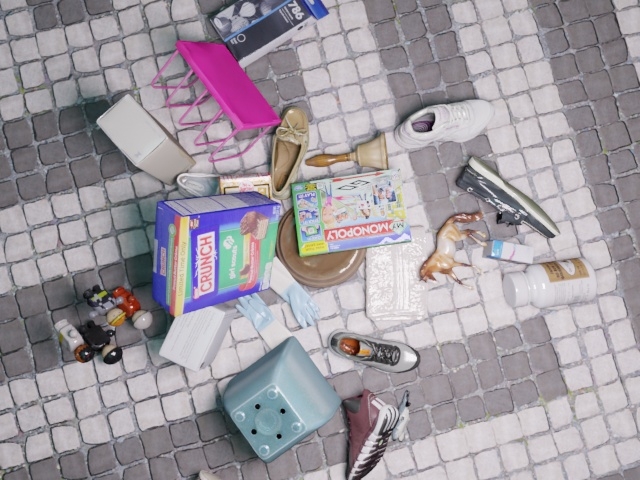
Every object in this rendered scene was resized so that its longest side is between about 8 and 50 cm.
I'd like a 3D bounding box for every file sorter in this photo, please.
[{"bbox_3d":[-0.302,-0.388,1.544,0.182,0.202,0.290,-39,86,30],"label":"file sorter"}]

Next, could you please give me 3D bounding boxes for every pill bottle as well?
[{"bbox_3d":[0.658,0.128,1.571,0.229,0.131,0.131,-8,86,-1],"label":"pill bottle"}]

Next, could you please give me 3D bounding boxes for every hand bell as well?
[{"bbox_3d":[0.076,-0.248,1.617,0.242,0.126,0.126,-5,86,11],"label":"hand bell"}]

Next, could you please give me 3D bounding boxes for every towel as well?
[{"bbox_3d":[0.222,0.098,1.609,0.187,0.049,0.282,-2,86,-2],"label":"towel"}]

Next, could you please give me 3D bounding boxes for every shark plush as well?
[{"bbox_3d":[0.219,0.513,1.580,0.067,0.073,0.161,21,92,32],"label":"shark plush"}]

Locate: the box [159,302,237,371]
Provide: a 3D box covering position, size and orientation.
[{"bbox_3d":[-0.337,0.254,1.522,0.119,0.181,0.181,25,86,4],"label":"box"}]

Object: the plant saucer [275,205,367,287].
[{"bbox_3d":[0.000,0.000,1.596,0.278,0.041,0.277,-1,80,8],"label":"plant saucer"}]

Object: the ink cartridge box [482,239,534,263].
[{"bbox_3d":[0.551,0.035,1.596,0.123,0.088,0.052,9,86,0],"label":"ink cartridge box"}]

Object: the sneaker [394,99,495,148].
[{"bbox_3d":[0.376,-0.345,1.589,0.305,0.152,0.114,-18,84,-3],"label":"sneaker"}]

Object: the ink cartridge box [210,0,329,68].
[{"bbox_3d":[-0.150,-0.682,1.650,0.333,0.065,0.165,-34,87,-4],"label":"ink cartridge box"}]

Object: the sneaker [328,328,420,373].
[{"bbox_3d":[0.156,0.326,1.564,0.272,0.108,0.100,13,84,-1],"label":"sneaker"}]

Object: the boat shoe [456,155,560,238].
[{"bbox_3d":[0.544,-0.101,1.598,0.340,0.127,0.113,37,116,-6],"label":"boat shoe"}]

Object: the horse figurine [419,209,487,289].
[{"bbox_3d":[0.396,0.025,1.598,0.175,0.066,0.263,18,77,-3],"label":"horse figurine"}]

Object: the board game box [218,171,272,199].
[{"bbox_3d":[-0.212,-0.094,1.563,0.147,0.045,0.193,-6,114,-14],"label":"board game box"}]

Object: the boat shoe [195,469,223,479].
[{"bbox_3d":[-0.239,0.781,1.525,0.324,0.116,0.096,42,84,-4],"label":"boat shoe"}]

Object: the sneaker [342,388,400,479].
[{"bbox_3d":[0.111,0.547,1.564,0.162,0.106,0.281,38,113,37],"label":"sneaker"}]

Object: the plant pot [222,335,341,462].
[{"bbox_3d":[-0.115,0.446,1.464,0.247,0.252,0.247,-37,88,5],"label":"plant pot"}]

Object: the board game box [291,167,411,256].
[{"bbox_3d":[0.086,-0.078,1.555,0.318,0.046,0.213,-8,78,4],"label":"board game box"}]

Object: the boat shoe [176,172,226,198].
[{"bbox_3d":[-0.287,-0.142,1.593,0.277,0.096,0.098,9,83,-1],"label":"boat shoe"}]

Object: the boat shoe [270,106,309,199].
[{"bbox_3d":[-0.092,-0.263,1.607,0.105,0.089,0.285,7,86,0],"label":"boat shoe"}]

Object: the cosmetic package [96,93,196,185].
[{"bbox_3d":[-0.464,-0.264,1.492,0.113,0.309,0.160,-42,88,-3],"label":"cosmetic package"}]

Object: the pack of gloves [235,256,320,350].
[{"bbox_3d":[-0.125,0.196,1.610,0.195,0.046,0.232,-42,85,8],"label":"pack of gloves"}]

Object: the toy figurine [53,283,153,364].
[{"bbox_3d":[-0.597,0.239,1.506,0.148,0.209,0.213,43,88,12],"label":"toy figurine"}]

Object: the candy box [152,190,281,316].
[{"bbox_3d":[-0.270,0.023,1.426,0.122,0.317,0.268,27,117,38],"label":"candy box"}]
